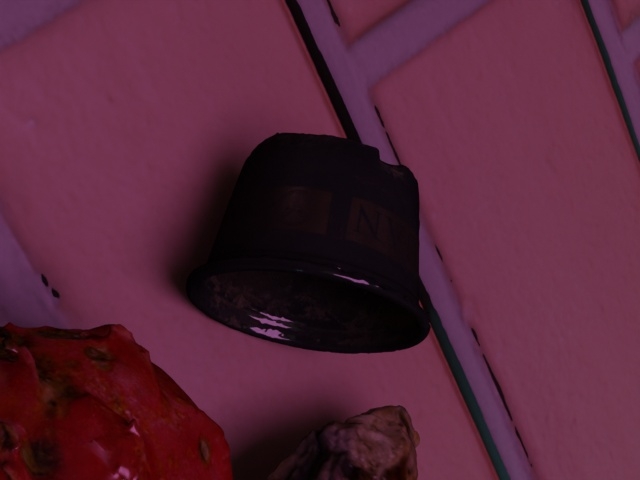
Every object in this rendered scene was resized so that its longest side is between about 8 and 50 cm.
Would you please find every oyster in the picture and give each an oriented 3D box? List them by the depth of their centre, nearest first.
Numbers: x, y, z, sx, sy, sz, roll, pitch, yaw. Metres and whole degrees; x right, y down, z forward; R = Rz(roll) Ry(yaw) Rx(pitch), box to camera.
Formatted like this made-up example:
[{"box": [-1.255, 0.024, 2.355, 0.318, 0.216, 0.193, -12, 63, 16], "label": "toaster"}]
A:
[{"box": [-0.016, 0.241, 0.768, 0.271, 0.100, 0.275, -71, 164, 6], "label": "oyster"}]

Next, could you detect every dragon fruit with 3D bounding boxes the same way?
[{"box": [-0.145, 0.140, 0.659, 0.205, 0.210, 0.268, -66, 168, 23], "label": "dragon fruit"}]

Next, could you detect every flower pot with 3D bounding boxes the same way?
[{"box": [0.000, 0.000, 0.797, 0.157, 0.157, 0.107, 26, 65, -36], "label": "flower pot"}]
